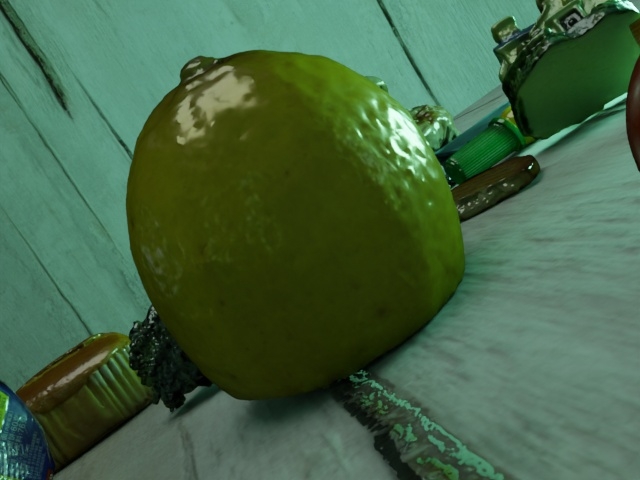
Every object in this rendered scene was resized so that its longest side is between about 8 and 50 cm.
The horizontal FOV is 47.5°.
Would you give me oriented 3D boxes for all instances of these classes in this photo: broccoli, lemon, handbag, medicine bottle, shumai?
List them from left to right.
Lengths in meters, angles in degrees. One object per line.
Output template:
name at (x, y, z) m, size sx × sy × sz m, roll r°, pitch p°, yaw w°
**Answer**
broccoli at (-0.185, 0.156, 1.121) m, size 0.164 × 0.146 × 0.304 m, roll -30°, pitch -7°, yaw 1°
lemon at (-0.040, -0.039, 0.770) m, size 0.364 × 0.364 × 0.364 m, roll -34°, pitch 5°, yaw 4°
shumai at (0.126, -0.234, 1.581) m, size 0.267 × 0.262 × 0.314 m, roll -50°, pitch -14°, yaw 34°
handbag at (0.347, -0.210, 1.431) m, size 0.229 × 0.062 × 0.179 m, roll -35°, pitch 8°, yaw -10°
medicine bottle at (0.344, -0.201, 1.250) m, size 0.308 × 0.076 × 0.111 m, roll -35°, pitch 3°, yaw -9°

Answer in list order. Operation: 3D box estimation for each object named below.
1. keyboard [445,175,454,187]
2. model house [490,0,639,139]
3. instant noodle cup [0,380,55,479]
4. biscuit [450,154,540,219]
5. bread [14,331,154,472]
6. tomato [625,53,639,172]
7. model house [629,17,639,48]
keyboard at (0.177, -0.064, 1.365) m, size 0.231 × 0.023 × 0.072 m, roll -35°, pitch -2°, yaw -12°
model house at (0.352, -0.300, 1.101) m, size 0.214 × 0.189 × 0.195 m, roll -31°, pitch -39°, yaw 19°
instant noodle cup at (-0.562, 0.357, 0.977) m, size 0.312 × 0.284 × 0.284 m, roll -41°, pitch 1°, yaw 31°
biscuit at (0.220, -0.062, 1.034) m, size 0.176 × 0.031 × 0.228 m, roll -36°, pitch 7°, yaw -13°
bread at (-0.432, 0.280, 1.288) m, size 0.288 × 0.156 × 0.204 m, roll -33°, pitch 8°, yaw -3°
tomato at (0.257, -0.085, 0.400) m, size 0.167 × 0.167 × 0.167 m, roll -34°, pitch 5°, yaw 4°
model house at (0.455, -0.256, 0.943) m, size 0.087 × 0.100 × 0.100 m, roll -30°, pitch 8°, yaw 39°
